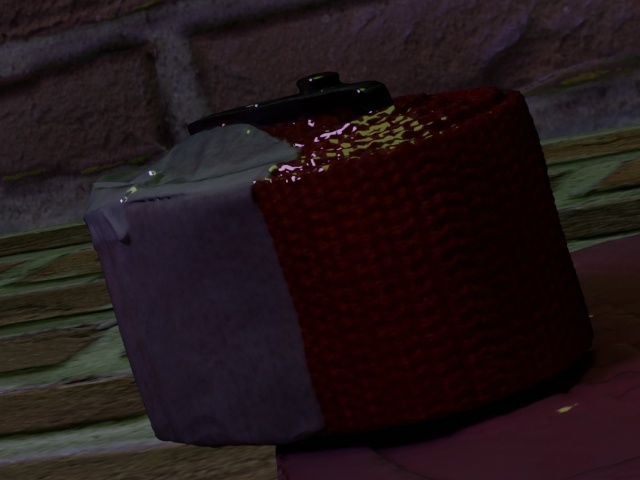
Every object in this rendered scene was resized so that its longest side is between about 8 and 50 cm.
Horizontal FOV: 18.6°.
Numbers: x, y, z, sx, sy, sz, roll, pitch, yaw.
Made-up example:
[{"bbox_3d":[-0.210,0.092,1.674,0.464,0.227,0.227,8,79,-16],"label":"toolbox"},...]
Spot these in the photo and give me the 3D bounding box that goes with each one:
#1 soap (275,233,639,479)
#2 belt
[{"bbox_3d":[0.106,0.099,0.741,0.233,0.128,0.359,-16,9,0],"label":"soap"},{"bbox_3d":[0.000,0.000,0.741,0.201,0.124,0.128,-8,12,44],"label":"belt"}]
